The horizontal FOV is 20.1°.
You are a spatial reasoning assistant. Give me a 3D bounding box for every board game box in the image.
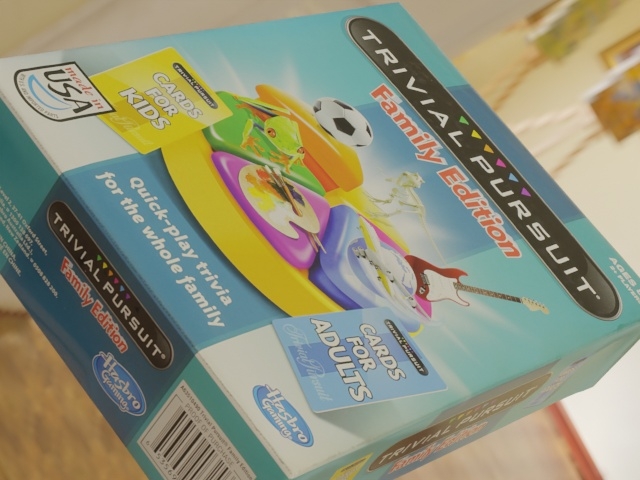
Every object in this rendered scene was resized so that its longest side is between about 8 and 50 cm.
[{"bbox_3d":[0.000,0.000,0.951,0.336,0.079,0.254,-17,62,-49],"label":"board game box"}]
